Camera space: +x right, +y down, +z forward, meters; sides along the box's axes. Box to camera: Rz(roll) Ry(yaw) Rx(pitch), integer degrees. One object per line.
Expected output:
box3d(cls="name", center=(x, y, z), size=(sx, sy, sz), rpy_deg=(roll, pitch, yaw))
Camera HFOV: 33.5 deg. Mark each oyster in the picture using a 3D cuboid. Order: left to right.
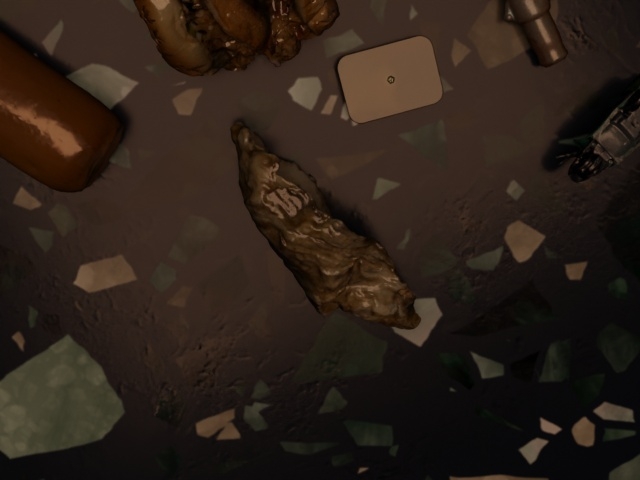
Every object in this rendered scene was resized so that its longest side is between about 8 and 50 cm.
box3d(cls="oyster", center=(-0.004, 0.002, 1.340), size=(0.110, 0.166, 0.341), rpy_deg=(-40, 116, -5))

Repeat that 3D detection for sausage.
box3d(cls="sausage", center=(-0.413, -0.193, 1.294), size=(0.354, 0.116, 0.134), rpy_deg=(33, 107, -4))

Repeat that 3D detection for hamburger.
box3d(cls="hamburger", center=(-0.113, -0.323, 1.216), size=(0.211, 0.260, 0.245), rpy_deg=(-24, 81, 6))

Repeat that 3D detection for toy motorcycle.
box3d(cls="toy motorcycle", center=(0.374, -0.138, 1.350), size=(0.173, 0.100, 0.058), rpy_deg=(-45, 98, 2))

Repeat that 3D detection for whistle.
box3d(cls="whistle", center=(0.249, -0.321, 1.331), size=(0.107, 0.057, 0.220), rpy_deg=(-27, 102, 1))

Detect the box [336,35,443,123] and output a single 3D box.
box3d(cls="box", center=(0.088, -0.205, 1.355), size=(0.126, 0.031, 0.091), rpy_deg=(-16, 100, -1))
